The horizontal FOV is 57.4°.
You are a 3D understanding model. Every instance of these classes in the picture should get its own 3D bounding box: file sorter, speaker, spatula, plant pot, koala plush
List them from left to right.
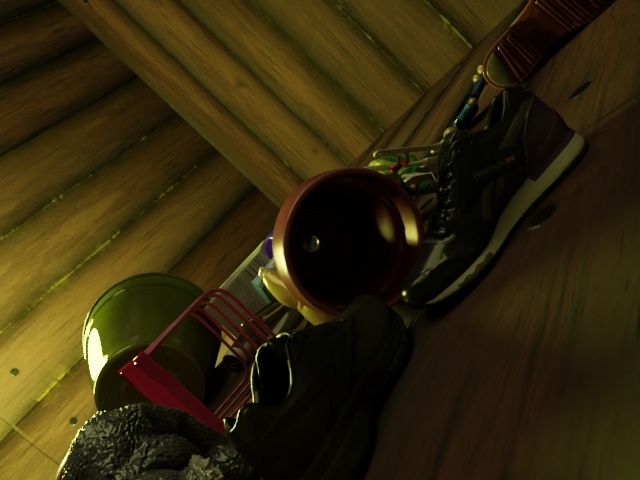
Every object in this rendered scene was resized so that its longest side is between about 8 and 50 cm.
[{"bbox_3d":[-0.412,0.297,1.432,0.366,0.366,0.353,-47,18,-1],"label":"plant pot"},{"bbox_3d":[-0.176,0.288,0.621,0.196,0.203,0.221,-49,19,-11],"label":"koala plush"},{"bbox_3d":[-0.199,0.218,1.013,0.182,0.202,0.291,-49,7,-27],"label":"file sorter"},{"bbox_3d":[-0.168,0.237,1.334,0.055,0.055,0.136,-41,8,40],"label":"speaker"},{"bbox_3d":[0.017,0.004,0.829,0.201,0.201,0.180,-49,15,-14],"label":"plant pot"},{"bbox_3d":[0.160,-0.138,1.109,0.242,0.019,0.168,-13,-17,-35],"label":"spatula"}]

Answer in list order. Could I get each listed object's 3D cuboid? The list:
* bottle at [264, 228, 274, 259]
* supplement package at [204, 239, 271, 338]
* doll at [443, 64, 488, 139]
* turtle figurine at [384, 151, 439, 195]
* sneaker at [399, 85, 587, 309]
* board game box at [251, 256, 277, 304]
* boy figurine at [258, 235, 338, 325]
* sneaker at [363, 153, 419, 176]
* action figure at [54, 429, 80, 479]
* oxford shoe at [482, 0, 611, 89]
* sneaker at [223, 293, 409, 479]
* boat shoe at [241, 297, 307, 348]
[{"bbox_3d":[-0.004,-0.047,1.384,0.283,0.092,0.118,-39,-5,-28],"label":"bottle"},{"bbox_3d":[-0.166,0.131,1.522,0.203,0.149,0.194,-46,7,6],"label":"supplement package"},{"bbox_3d":[0.330,-0.295,1.312,0.189,0.046,0.129,-61,-8,-15],"label":"doll"},{"bbox_3d":[0.124,-0.055,1.010,0.175,0.118,0.234,-42,14,33],"label":"turtle figurine"},{"bbox_3d":[0.164,-0.054,0.669,0.283,0.124,0.107,-48,6,-10],"label":"sneaker"},{"bbox_3d":[-0.044,0.060,1.275,0.211,0.039,0.160,-48,-34,-18],"label":"board game box"},{"bbox_3d":[-0.020,0.062,1.030,0.285,0.177,0.092,-103,13,-64],"label":"boy figurine"},{"bbox_3d":[0.169,-0.144,1.370,0.123,0.109,0.295,-20,2,-2],"label":"sneaker"},{"bbox_3d":[-0.456,0.545,1.072,0.276,0.248,0.370,5,50,24],"label":"action figure"},{"bbox_3d":[0.470,-0.462,1.183,0.348,0.123,0.130,-42,3,28],"label":"oxford shoe"},{"bbox_3d":[0.003,0.127,0.599,0.109,0.130,0.286,-45,5,31],"label":"sneaker"},{"bbox_3d":[-0.032,0.088,1.176,0.335,0.095,0.112,-52,8,-34],"label":"boat shoe"}]
